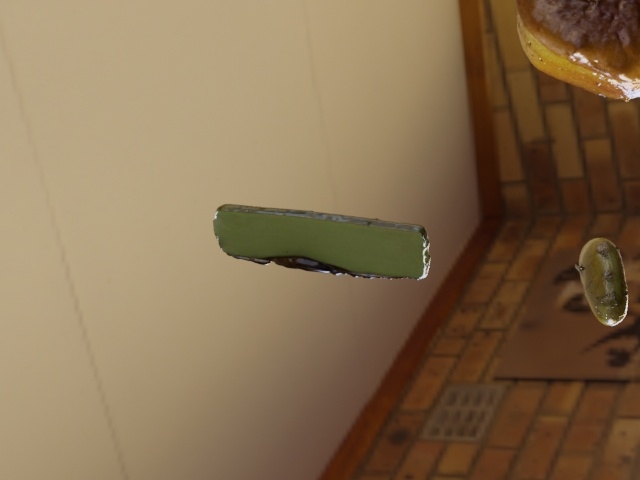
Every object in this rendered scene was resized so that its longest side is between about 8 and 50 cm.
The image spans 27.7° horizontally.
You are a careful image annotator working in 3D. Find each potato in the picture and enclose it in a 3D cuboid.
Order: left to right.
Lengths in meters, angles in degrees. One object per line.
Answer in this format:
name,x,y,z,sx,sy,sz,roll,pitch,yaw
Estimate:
potato,0.512,0.071,2.357,0.105,0.085,0.188,83,-178,-50

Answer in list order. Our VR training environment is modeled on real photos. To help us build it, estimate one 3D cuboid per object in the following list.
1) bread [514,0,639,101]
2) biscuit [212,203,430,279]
bread,0.446,-0.365,2.006,0.172,0.312,0.312,94,-174,-68
biscuit,0.000,0.000,1.862,0.038,0.322,0.099,-61,-28,-49
